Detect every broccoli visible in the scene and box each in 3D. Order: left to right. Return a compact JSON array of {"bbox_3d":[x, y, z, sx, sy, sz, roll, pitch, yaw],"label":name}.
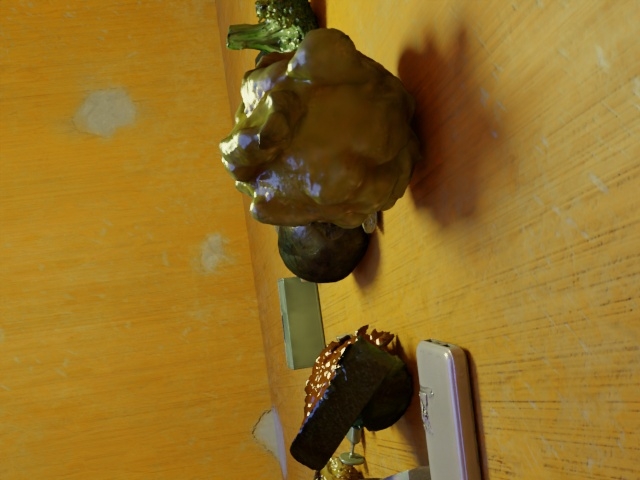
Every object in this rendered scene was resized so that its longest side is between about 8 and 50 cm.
[{"bbox_3d":[-0.097,-0.416,2.011,0.219,0.194,0.194,92,168,-67],"label":"broccoli"}]

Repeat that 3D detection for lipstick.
[{"bbox_3d":[0.141,0.409,1.611,0.317,0.066,0.068,113,149,-71],"label":"lipstick"}]

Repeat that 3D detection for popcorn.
[{"bbox_3d":[0.001,-0.142,1.404,0.274,0.279,0.335,-53,20,10],"label":"popcorn"}]

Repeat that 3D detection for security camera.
[{"bbox_3d":[0.071,0.420,2.101,0.058,0.058,0.092,-132,48,-73],"label":"security camera"}]

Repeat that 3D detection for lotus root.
[{"bbox_3d":[0.000,0.000,1.874,0.160,0.152,0.275,60,170,11],"label":"lotus root"}]

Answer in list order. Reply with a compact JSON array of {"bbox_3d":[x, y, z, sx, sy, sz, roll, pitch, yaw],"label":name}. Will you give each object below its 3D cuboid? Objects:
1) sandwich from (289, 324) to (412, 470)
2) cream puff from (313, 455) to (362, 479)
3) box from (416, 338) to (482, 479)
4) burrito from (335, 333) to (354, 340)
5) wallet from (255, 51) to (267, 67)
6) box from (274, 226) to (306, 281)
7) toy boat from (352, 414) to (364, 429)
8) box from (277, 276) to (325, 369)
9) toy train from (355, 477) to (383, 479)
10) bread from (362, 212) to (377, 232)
[{"bbox_3d":[0.068,0.256,1.704,0.250,0.162,0.301,-58,4,15],"label":"sandwich"},{"bbox_3d":[0.042,0.531,2.155,0.119,0.104,0.133,44,-147,-50],"label":"cream puff"},{"bbox_3d":[0.179,0.282,1.375,0.142,0.044,0.285,-178,81,-78],"label":"box"},{"bbox_3d":[0.082,0.258,1.880,0.229,0.058,0.063,-115,25,-54],"label":"burrito"},{"bbox_3d":[-0.123,-0.424,2.578,0.245,0.052,0.168,166,94,-78],"label":"wallet"},{"bbox_3d":[-0.067,-0.058,2.495,0.365,0.051,0.204,-120,25,-66],"label":"box"},{"bbox_3d":[0.064,0.323,2.016,0.060,0.055,0.141,84,173,-50],"label":"toy boat"},{"bbox_3d":[-0.047,0.200,2.474,0.129,0.086,0.225,154,108,-80],"label":"box"},{"bbox_3d":[0.095,0.597,1.794,0.304,0.150,0.221,58,140,46],"label":"toy train"},{"bbox_3d":[0.072,-0.119,1.723,0.112,0.036,0.193,-113,15,-73],"label":"bread"}]
